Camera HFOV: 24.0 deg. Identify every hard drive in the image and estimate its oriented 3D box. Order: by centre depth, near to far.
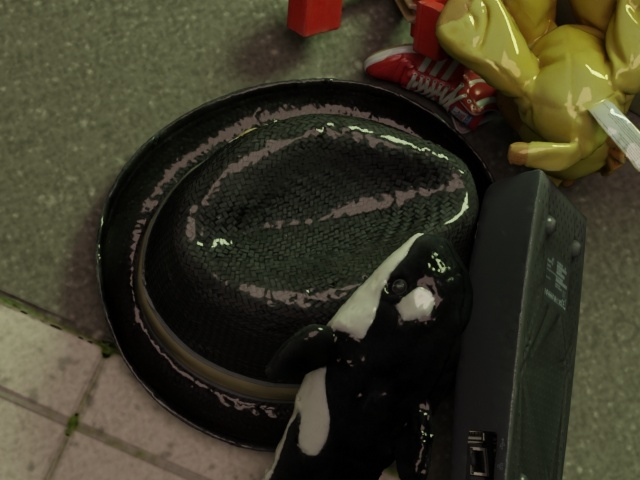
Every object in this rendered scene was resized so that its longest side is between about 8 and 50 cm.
[{"bbox_3d":[0.150,0.088,1.121,0.054,0.172,0.255,3,79,23],"label":"hard drive"}]

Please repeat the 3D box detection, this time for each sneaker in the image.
[{"bbox_3d":[0.095,-0.123,1.232,0.118,0.042,0.067,-1,72,-11],"label":"sneaker"}]

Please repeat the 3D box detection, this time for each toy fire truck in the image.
[{"bbox_3d":[0.083,-0.195,1.229,0.192,0.047,0.135,-22,40,-38],"label":"toy fire truck"}]

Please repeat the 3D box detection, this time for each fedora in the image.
[{"bbox_3d":[0.000,0.000,1.125,0.334,0.152,0.334,2,75,-8],"label":"fedora"}]

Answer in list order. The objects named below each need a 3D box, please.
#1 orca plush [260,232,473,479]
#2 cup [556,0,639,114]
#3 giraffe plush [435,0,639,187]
[{"bbox_3d":[0.024,0.137,1.037,0.287,0.151,0.102,-47,49,5],"label":"orca plush"},{"bbox_3d":[0.356,-0.278,1.215,0.331,0.237,0.331,2,74,-8],"label":"cup"},{"bbox_3d":[0.194,-0.118,1.168,0.181,0.170,0.210,-19,73,1],"label":"giraffe plush"}]
